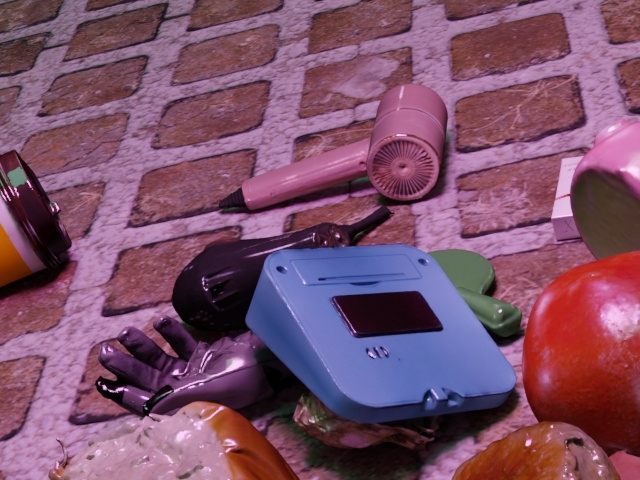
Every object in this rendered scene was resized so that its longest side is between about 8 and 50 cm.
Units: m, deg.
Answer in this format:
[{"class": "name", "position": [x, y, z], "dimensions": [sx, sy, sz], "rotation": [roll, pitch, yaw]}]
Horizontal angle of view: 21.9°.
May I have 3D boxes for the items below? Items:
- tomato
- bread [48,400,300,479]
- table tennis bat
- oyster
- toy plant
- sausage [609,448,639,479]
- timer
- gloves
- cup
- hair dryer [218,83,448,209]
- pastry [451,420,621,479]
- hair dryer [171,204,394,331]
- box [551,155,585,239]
[{"class": "tomato", "position": [0.306, 0.109, 1.661], "dimensions": [0.232, 0.188, 0.232], "rotation": [-14, 25, 7]}, {"class": "bread", "position": [-0.099, 0.300, 1.498], "dimensions": [0.225, 0.250, 0.279], "rotation": [-25, 33, 0]}, {"class": "table tennis bat", "position": [0.156, 0.067, 1.989], "dimensions": [0.160, 0.039, 0.257], "rotation": [-30, 25, -21]}, {"class": "oyster", "position": [0.048, 0.185, 1.804], "dimensions": [0.163, 0.081, 0.191], "rotation": [4, 24, -18]}, {"class": "toy plant", "position": [0.471, -0.095, 1.874], "dimensions": [0.356, 0.317, 0.210], "rotation": [-22, 67, -21]}, {"class": "sausage", "position": [0.323, 0.306, 1.403], "dimensions": [0.088, 0.088, 0.433], "rotation": [-19, 28, -4]}, {"class": "timer", "position": [0.065, 0.115, 1.816], "dimensions": [0.232, 0.091, 0.250], "rotation": [-2, 38, -32]}, {"class": "gloves", "position": [-0.118, 0.149, 1.912], "dimensions": [0.285, 0.119, 0.142], "rotation": [-3, 24, -3]}, {"class": "cup", "position": [-0.504, 0.001, 2.332], "dimensions": [0.280, 0.196, 0.196], "rotation": [-28, 29, -5]}, {"class": "hair dryer", "position": [0.012, -0.110, 2.338], "dimensions": [0.344, 0.106, 0.189], "rotation": [-16, 27, 16]}, {"class": "pastry", "position": [0.187, 0.257, 1.504], "dimensions": [0.192, 0.093, 0.182], "rotation": [-41, 29, 26]}, {"class": "hair dryer", "position": [0.000, 0.000, 2.091], "dimensions": [0.359, 0.120, 0.304], "rotation": [-27, -1, -45]}, {"class": "box", "position": [0.343, -0.059, 2.103], "dimensions": [0.084, 0.040, 0.154], "rotation": [-5, 31, 17]}]
